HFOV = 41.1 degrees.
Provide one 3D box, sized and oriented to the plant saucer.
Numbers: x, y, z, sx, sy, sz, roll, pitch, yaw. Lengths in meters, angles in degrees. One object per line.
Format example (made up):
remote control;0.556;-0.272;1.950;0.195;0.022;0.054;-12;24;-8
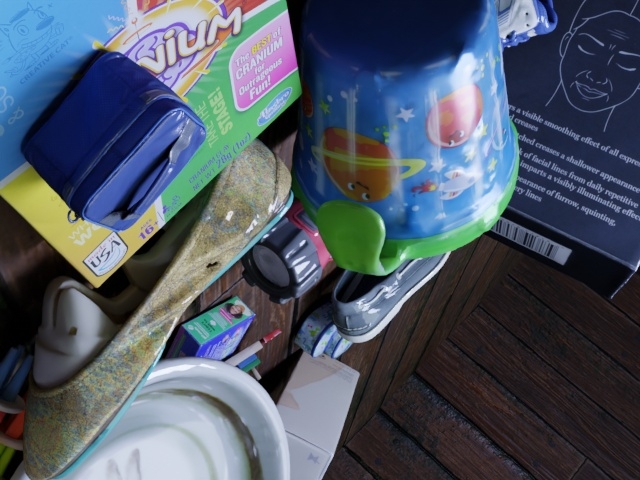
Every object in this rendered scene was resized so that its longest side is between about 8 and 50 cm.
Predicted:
plant saucer;-0.203;0.311;0.926;0.400;0.100;0.401;-16;111;-46

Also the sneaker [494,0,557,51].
sneaker;0.192;-0.253;0.970;0.112;0.131;0.296;-28;155;-54

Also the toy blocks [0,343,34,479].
toy blocks;-0.291;0.163;0.779;0.148;0.054;0.123;-59;169;0

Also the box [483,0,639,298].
box;0.358;-0.173;1.151;0.396;0.293;0.212;-60;165;-6

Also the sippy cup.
sippy cup;0.075;-0.137;0.801;0.240;0.306;0.224;-18;146;-5

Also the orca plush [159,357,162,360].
orca plush;-0.253;0.267;1.016;0.287;0.102;0.151;-49;163;1

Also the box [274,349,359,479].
box;-0.032;0.322;1.479;0.148;0.121;0.311;-63;178;17

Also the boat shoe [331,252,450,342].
boat shoe;0.126;0.024;1.430;0.319;0.116;0.099;-50;140;-21

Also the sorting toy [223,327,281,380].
sorting toy;-0.143;0.204;1.175;0.132;0.046;0.274;-37;175;28

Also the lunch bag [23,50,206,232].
lunch bag;-0.119;-0.051;0.504;0.098;0.065;0.067;-50;163;3

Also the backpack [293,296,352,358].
backpack;0.017;0.153;1.484;0.114;0.084;0.105;-28;151;-44

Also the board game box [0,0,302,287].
board game box;-0.129;-0.118;0.562;0.242;0.064;0.316;-46;163;-12

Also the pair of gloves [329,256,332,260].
pair of gloves;0.000;0.000;1.215;0.198;0.023;0.159;-33;157;-45

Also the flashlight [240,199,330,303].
flashlight;0.026;-0.043;1.072;0.304;0.103;0.103;-41;124;-38

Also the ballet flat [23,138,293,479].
ballet flat;-0.165;0.039;0.736;0.349;0.123;0.123;-51;164;-10

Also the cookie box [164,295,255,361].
cookie box;-0.145;0.130;1.096;0.107;0.040;0.092;-29;155;-51
